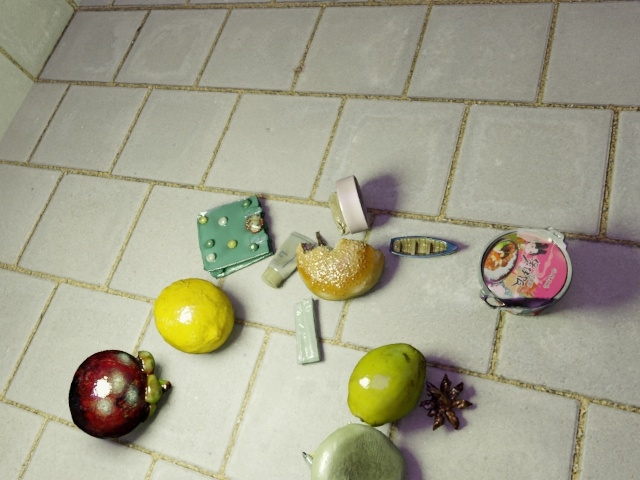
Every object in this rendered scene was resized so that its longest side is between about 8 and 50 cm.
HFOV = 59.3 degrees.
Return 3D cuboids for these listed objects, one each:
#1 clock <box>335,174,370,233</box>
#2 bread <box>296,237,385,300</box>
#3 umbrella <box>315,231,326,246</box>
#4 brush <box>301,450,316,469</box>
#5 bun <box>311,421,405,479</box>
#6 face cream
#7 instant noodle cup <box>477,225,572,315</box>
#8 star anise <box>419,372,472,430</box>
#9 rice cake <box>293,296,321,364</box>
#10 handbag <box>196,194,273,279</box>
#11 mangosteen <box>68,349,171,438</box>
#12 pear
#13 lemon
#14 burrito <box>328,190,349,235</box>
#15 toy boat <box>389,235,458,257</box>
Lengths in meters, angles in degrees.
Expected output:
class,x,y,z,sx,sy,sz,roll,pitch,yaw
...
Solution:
class,x,y,z,sx,sy,sz,roll,pitch,yaw
clock,0.113,-0.124,1.944,0.068,0.197,0.197,-16,61,10
bread,0.043,0.101,1.874,0.313,0.171,0.192,7,63,22
umbrella,-0.002,0.000,2.027,0.031,0.020,0.083,-53,51,36
brush,0.047,0.730,1.630,0.060,0.068,0.297,-27,61,-21
bun,0.088,0.658,1.569,0.283,0.179,0.284,12,63,-23
face cream,-0.122,0.065,2.016,0.114,0.070,0.224,26,66,28
instant noodle cup,0.602,0.116,1.667,0.302,0.182,0.258,-33,58,0
star anise,0.361,0.471,1.629,0.167,0.057,0.168,1,87,-17
rice cake,-0.048,0.301,1.879,0.080,0.042,0.222,-15,62,16
handbag,-0.329,-0.023,2.102,0.274,0.100,0.269,-20,59,9
mangosteen,-0.672,0.507,1.856,0.300,0.300,0.301,-8,63,15
pear,0.194,0.417,1.644,0.212,0.212,0.269,36,79,30
lemon,-0.435,0.255,1.918,0.310,0.253,0.254,23,74,34
burrito,0.069,-0.103,2.037,0.058,0.045,0.188,-17,58,2
toy boat,0.345,0.026,1.878,0.228,0.046,0.080,1,64,19
